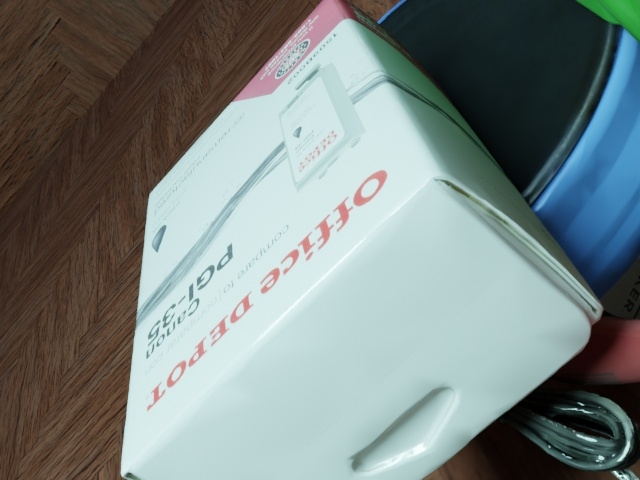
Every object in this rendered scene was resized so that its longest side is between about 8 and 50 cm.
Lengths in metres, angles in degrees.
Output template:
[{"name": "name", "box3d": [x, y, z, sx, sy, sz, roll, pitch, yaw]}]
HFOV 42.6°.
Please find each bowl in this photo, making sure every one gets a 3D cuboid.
[{"name": "bowl", "box3d": [0.089, -0.071, 0.631, 0.391, 0.077, 0.391, -37, 33, 29]}]

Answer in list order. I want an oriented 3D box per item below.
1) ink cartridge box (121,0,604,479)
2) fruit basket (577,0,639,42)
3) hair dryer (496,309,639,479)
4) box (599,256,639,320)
[{"name": "ink cartridge box", "box3d": [0.000, 0.000, 0.476, 0.207, 0.117, 0.283, -45, 27, 16]}, {"name": "fruit basket", "box3d": [0.165, -0.340, 0.390, 0.392, 0.392, 0.283, -45, 30, 17]}, {"name": "hair dryer", "box3d": [0.140, 0.050, 0.373, 0.293, 0.080, 0.223, -44, 49, 12]}, {"name": "box", "box3d": [0.137, -0.015, 0.671, 0.169, 0.087, 0.290, -60, 29, -9]}]
